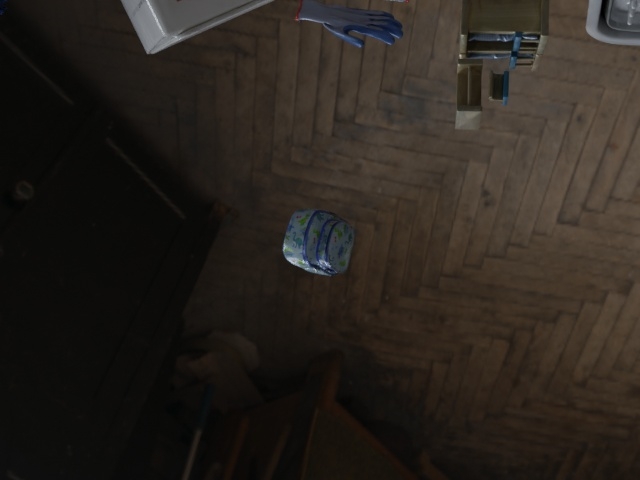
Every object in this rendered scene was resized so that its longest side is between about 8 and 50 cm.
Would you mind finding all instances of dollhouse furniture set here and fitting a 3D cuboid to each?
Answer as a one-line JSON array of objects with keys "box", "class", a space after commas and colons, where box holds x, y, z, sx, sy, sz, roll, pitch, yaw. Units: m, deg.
[{"box": [0.274, -0.258, 1.268, 0.129, 0.184, 0.129, 3, 167, 8], "class": "dollhouse furniture set"}]

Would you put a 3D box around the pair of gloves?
[{"box": [0.052, -0.345, 1.198, 0.159, 0.198, 0.023, 14, 138, 6], "class": "pair of gloves"}]

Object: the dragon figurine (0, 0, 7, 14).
[{"box": [-0.429, -0.433, 1.246, 0.289, 0.144, 0.085, -27, 114, 33], "class": "dragon figurine"}]

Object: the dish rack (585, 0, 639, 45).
[{"box": [0.480, -0.334, 1.015, 0.285, 0.073, 0.333, 6, 169, 15], "class": "dish rack"}]

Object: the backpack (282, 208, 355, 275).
[{"box": [0.000, 0.000, 1.351, 0.084, 0.105, 0.114, 9, 172, 37], "class": "backpack"}]

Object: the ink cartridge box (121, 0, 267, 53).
[{"box": [-0.118, -0.333, 0.730, 0.278, 0.201, 0.117, 65, 162, -12], "class": "ink cartridge box"}]
